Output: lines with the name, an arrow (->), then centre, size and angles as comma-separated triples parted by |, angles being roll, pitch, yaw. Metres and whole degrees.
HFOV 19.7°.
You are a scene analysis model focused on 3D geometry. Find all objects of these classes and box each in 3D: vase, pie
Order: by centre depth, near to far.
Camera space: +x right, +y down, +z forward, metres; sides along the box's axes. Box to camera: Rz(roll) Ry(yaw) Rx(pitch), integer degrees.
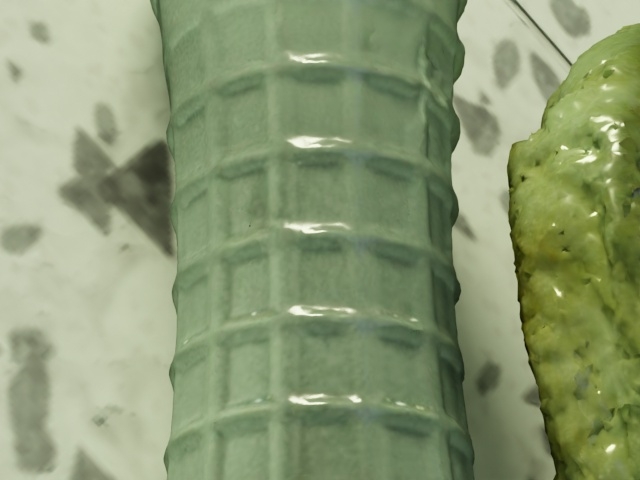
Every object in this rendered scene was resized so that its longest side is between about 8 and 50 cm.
vase -> 0.000, 0.000, 0.626 | 0.143, 0.143, 0.299 | 15, 60, -30
pie -> 0.149, 0.051, 0.693 | 0.277, 0.078, 0.277 | 40, 40, -44
